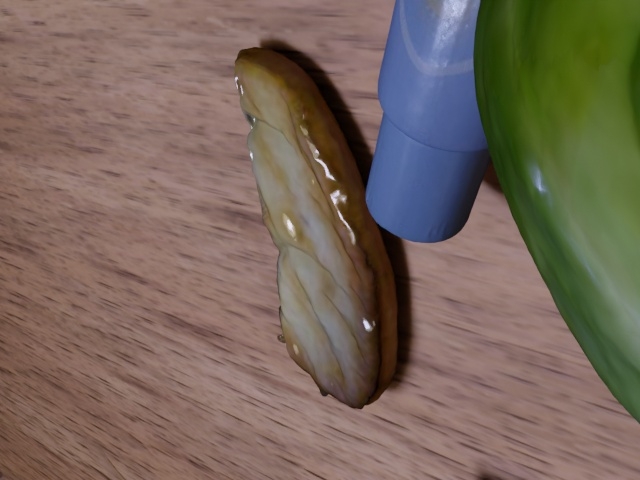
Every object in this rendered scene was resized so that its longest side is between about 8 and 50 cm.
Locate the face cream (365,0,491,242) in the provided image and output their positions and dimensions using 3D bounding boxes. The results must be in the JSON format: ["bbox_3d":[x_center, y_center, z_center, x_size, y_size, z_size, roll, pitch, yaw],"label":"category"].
[{"bbox_3d":[0.091,-0.150,0.766,0.135,0.086,0.385,40,142,23],"label":"face cream"}]

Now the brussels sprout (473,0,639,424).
[{"bbox_3d":[0.222,-0.037,0.421,0.371,0.315,0.276,33,149,25],"label":"brussels sprout"}]

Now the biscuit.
[{"bbox_3d":[0.002,0.000,1.090,0.154,0.045,0.299,31,139,46],"label":"biscuit"}]
